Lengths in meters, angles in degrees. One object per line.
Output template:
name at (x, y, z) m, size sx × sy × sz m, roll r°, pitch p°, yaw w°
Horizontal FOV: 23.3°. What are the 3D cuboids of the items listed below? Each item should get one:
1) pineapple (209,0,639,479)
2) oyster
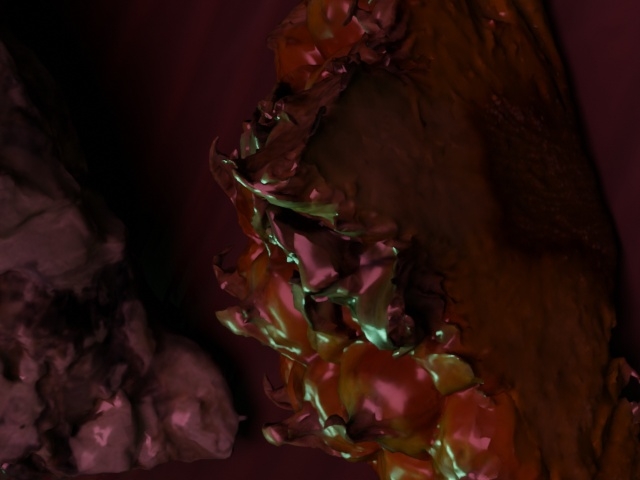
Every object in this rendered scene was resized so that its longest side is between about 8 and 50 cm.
pineapple at (0.002, 0.006, 0.513) m, size 0.140 × 0.164 × 0.249 m, roll -15°, pitch 93°, yaw 36°
oyster at (-0.154, -0.044, 0.591) m, size 0.158 × 0.162 × 0.351 m, roll -28°, pitch 102°, yaw 42°
